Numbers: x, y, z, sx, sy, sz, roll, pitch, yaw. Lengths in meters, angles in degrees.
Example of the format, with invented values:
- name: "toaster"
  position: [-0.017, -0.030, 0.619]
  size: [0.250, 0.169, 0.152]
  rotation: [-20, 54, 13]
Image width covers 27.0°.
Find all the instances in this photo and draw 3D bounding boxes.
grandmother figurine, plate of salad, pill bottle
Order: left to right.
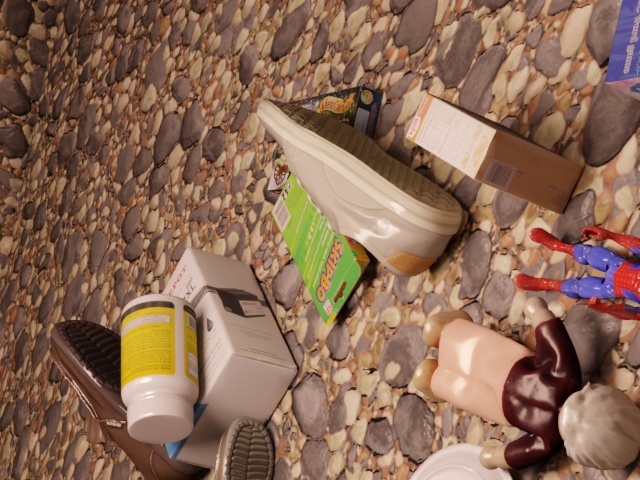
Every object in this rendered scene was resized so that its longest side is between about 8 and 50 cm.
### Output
- name: "pill bottle"
  position: [-0.247, 0.198, 2.050]
  size: [0.119, 0.119, 0.209]
  rotation: [-43, 41, 41]
- name: "plate of salad"
  position: [0.165, 0.343, 1.598]
  size: [0.199, 0.048, 0.200]
  rotation: [-26, 52, 39]
- name: "grandmother figurine"
  position: [0.239, 0.169, 1.528]
  size: [0.342, 0.104, 0.208]
  rotation: [26, 115, 58]

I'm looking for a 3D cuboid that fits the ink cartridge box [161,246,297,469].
- name: "ink cartridge box"
  position: [-0.180, 0.191, 2.193]
  size: [0.223, 0.129, 0.307]
  rotation: [-60, 31, 21]

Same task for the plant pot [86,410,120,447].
- name: "plant pot"
  position: [-0.353, 0.290, 2.421]
  size: [0.167, 0.167, 0.165]
  rotation: [1, 82, 60]

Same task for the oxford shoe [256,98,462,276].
- name: "oxford shoe"
  position: [0.030, -0.086, 1.922]
  size: [0.449, 0.169, 0.130]
  rotation: [42, 118, 45]

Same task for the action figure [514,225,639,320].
- name: "action figure"
  position: [0.295, 0.032, 1.467]
  size: [0.280, 0.139, 0.092]
  rotation: [14, 87, 59]

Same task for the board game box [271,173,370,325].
- name: "board game box"
  position: [0.000, 0.000, 2.043]
  size: [0.124, 0.039, 0.259]
  rotation: [-61, 37, 34]

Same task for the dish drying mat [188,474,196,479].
- name: "dish drying mat"
  position: [-0.230, 0.385, 2.295]
  size: [0.083, 0.008, 0.032]
  rotation: [31, 101, 60]

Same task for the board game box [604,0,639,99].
- name: "board game box"
  position: [0.466, -0.324, 1.437]
  size: [0.318, 0.065, 0.319]
  rotation: [-2, 72, 59]

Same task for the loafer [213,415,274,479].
- name: "loafer"
  position: [-0.136, 0.394, 2.038]
  size: [0.087, 0.094, 0.251]
  rotation: [-19, 58, 50]

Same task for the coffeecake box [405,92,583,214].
- name: "coffeecake box"
  position: [0.214, -0.111, 1.671]
  size: [0.068, 0.142, 0.185]
  rotation: [-66, 29, 10]

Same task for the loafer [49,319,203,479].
- name: "loafer"
  position: [-0.348, 0.286, 2.269]
  size: [0.366, 0.133, 0.130]
  rotation: [46, 119, 19]

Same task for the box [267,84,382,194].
- name: "box"
  position: [0.004, -0.156, 2.161]
  size: [0.233, 0.044, 0.159]
  rotation: [-4, 71, 59]
